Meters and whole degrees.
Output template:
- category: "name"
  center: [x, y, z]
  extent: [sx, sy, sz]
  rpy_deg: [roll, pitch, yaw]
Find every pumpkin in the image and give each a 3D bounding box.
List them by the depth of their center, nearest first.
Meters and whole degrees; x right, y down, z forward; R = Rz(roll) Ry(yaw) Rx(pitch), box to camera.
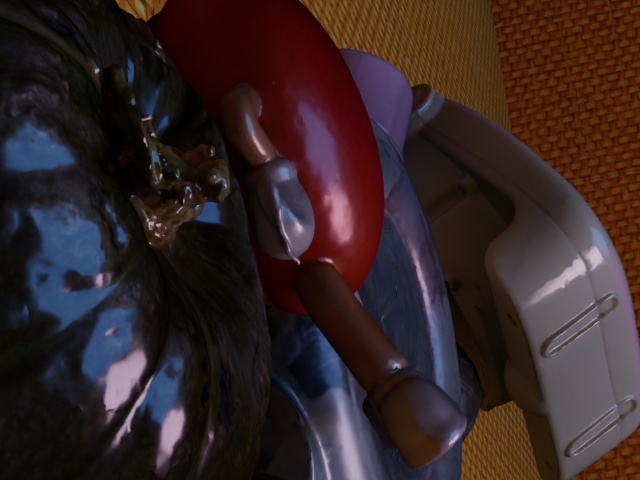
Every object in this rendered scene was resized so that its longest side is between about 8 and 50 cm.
- category: "pumpkin"
  center: [-0.097, 0.009, 0.555]
  extent: [0.224, 0.157, 0.224]
  rpy_deg: [60, 16, -29]

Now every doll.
- category: "doll"
  center: [-0.013, -0.017, 0.690]
  extent: [0.183, 0.085, 0.217]
  rpy_deg: [72, -7, -86]

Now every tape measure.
- category: "tape measure"
  center: [-0.025, 0.069, 0.885]
  extent: [0.256, 0.147, 0.275]
  rpy_deg: [57, 29, -56]

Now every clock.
- category: "clock"
  center: [0.108, 0.017, 1.413]
  extent: [0.324, 0.108, 0.265]
  rpy_deg: [42, -18, 42]

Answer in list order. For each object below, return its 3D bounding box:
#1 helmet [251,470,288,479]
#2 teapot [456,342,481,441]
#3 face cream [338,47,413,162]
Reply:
- category: "helmet"
  center: [-0.042, 0.173, 0.707]
  extent: [0.107, 0.153, 0.177]
  rpy_deg: [170, -90, -86]
- category: "teapot"
  center: [0.048, 0.084, 1.320]
  extent: [0.108, 0.111, 0.149]
  rpy_deg: [50, 33, -43]
- category: "face cream"
  center: [0.000, 0.000, 1.250]
  extent: [0.154, 0.096, 0.274]
  rpy_deg: [69, 28, -51]
